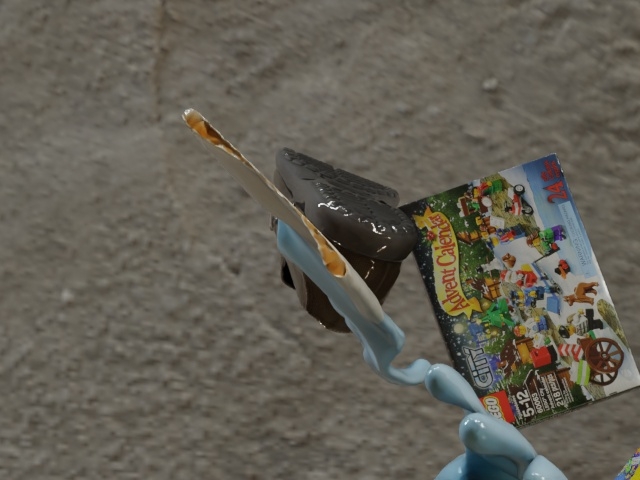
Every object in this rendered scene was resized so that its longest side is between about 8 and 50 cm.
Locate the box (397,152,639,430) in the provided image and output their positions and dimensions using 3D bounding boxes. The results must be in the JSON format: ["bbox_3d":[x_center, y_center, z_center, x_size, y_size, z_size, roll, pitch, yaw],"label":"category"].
[{"bbox_3d":[0.184,0.054,1.541,0.159,0.044,0.233,-19,77,-1],"label":"box"}]

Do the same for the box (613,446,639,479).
[{"bbox_3d":[0.342,0.343,1.359,0.290,0.177,0.279,31,102,-10],"label":"box"}]

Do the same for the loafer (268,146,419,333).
[{"bbox_3d":[0.000,0.000,1.594,0.134,0.366,0.130,21,98,-6],"label":"loafer"}]

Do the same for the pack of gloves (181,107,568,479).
[{"bbox_3d":[0.032,0.064,0.628,0.046,0.232,0.195,-46,70,-2],"label":"pack of gloves"}]
